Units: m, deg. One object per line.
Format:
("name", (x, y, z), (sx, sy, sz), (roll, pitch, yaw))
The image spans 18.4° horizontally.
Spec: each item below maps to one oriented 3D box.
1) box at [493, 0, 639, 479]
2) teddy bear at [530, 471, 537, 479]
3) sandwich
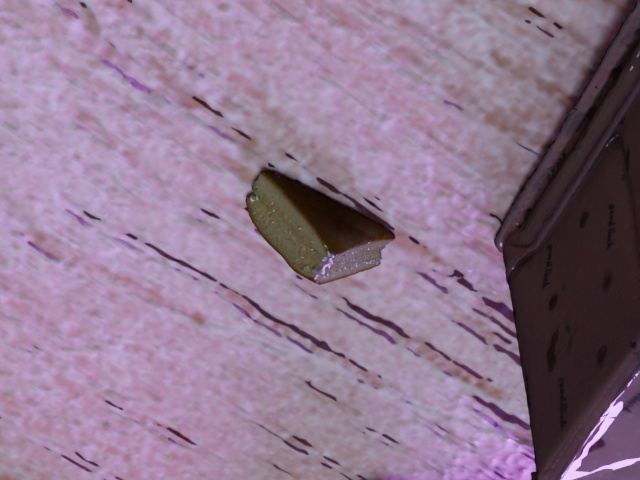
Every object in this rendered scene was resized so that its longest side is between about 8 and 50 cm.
("box", (0.267, 0.022, 0.933), (0.297, 0.190, 0.225), (15, 128, -17))
("teddy bear", (0.087, 0.212, 1.107), (0.251, 0.129, 0.182), (-32, 87, 23))
("sandwich", (0.000, 0.000, 0.994), (0.083, 0.044, 0.031), (24, 126, -18))
